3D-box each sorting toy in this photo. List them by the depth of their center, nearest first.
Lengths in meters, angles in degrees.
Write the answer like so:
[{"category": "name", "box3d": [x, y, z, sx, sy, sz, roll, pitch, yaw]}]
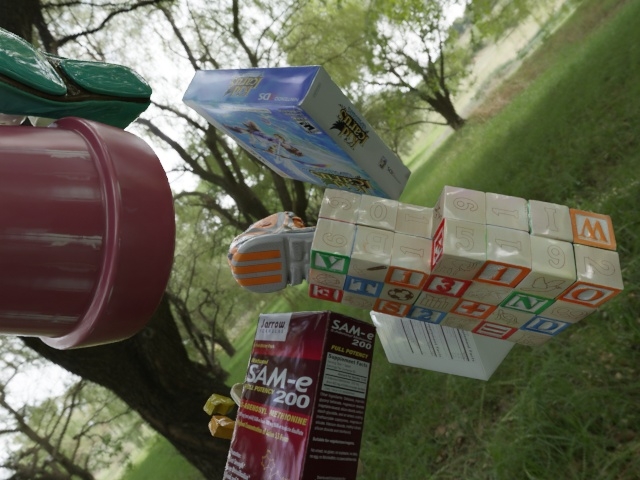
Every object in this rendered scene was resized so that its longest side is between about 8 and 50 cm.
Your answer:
[{"category": "sorting toy", "box3d": [-0.089, 0.349, 0.814, 0.229, 0.307, 0.041, 24, 86, 58]}]

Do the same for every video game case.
[{"category": "video game case", "box3d": [-0.036, -0.155, 0.651, 0.244, 0.269, 0.061, 32, -99, -47]}]

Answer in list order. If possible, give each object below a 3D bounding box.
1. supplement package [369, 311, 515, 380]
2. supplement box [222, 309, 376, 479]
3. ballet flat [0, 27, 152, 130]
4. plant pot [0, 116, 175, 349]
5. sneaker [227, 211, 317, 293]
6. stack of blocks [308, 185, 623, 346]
[{"category": "supplement package", "box3d": [0.251, 0.180, 0.910, 0.139, 0.133, 0.244, -31, 15, -36]}, {"category": "supplement box", "box3d": [-0.027, 0.197, 0.442, 0.130, 0.073, 0.239, -13, 59, 49]}, {"category": "ballet flat", "box3d": [-0.263, -0.137, 0.408, 0.087, 0.083, 0.247, -43, -6, 19]}, {"category": "plant pot", "box3d": [-0.249, -0.008, 0.342, 0.201, 0.201, 0.180, -47, -27, 26]}, {"category": "sneaker", "box3d": [0.000, 0.000, 0.763, 0.180, 0.321, 0.124, -125, 37, -67]}, {"category": "stack of blocks", "box3d": [0.140, 0.025, 0.502, 0.171, 0.297, 0.087, 95, -172, -58]}]
